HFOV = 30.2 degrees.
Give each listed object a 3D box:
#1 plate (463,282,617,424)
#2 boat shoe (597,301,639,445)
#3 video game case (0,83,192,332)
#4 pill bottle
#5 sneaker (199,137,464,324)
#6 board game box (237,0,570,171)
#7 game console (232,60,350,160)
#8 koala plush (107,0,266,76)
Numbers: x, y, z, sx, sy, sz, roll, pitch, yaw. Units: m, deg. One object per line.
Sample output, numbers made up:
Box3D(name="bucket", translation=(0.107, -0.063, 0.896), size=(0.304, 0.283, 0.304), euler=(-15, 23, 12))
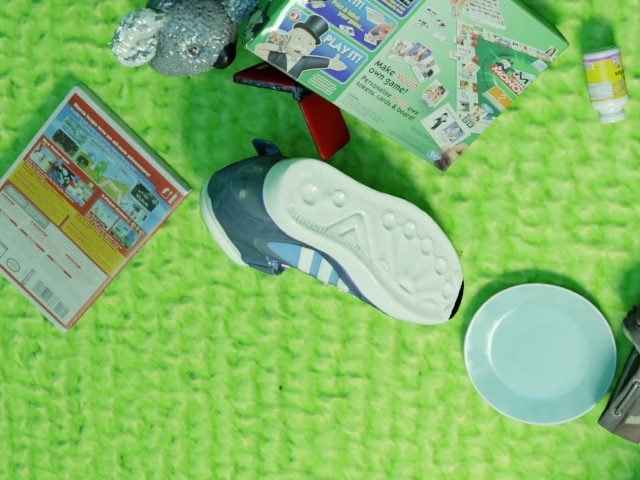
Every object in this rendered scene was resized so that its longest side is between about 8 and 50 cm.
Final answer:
Box3D(name="plate", translation=(0.273, 0.139, 1.477), size=(0.188, 0.024, 0.188), euler=(4, 106, 15))
Box3D(name="boat shoe", translation=(0.398, 0.112, 1.392), size=(0.092, 0.103, 0.285), euler=(15, 110, 8))
Box3D(name="video game case", translation=(-0.332, -0.039, 1.589), size=(0.204, 0.025, 0.285), euler=(44, 112, 0))
Box3D(name="pill bottle", translation=(0.327, -0.178, 1.359), size=(0.043, 0.043, 0.083), euler=(-10, 104, 18))
Box3D(name="sneaker", translation=(0.000, 0.000, 1.476), size=(0.322, 0.130, 0.236), euler=(33, 160, -30))
Box3D(name="board game box", translation=(0.097, -0.224, 1.310), size=(0.317, 0.046, 0.213), euler=(28, 116, -35))
Box3D(name="game console", translation=(-0.032, -0.157, 1.408), size=(0.124, 0.144, 0.085), euler=(11, 107, 11))
Box3D(name="koala plush", translation=(-0.135, -0.281, 1.389), size=(0.203, 0.196, 0.221), euler=(47, 113, 11))
